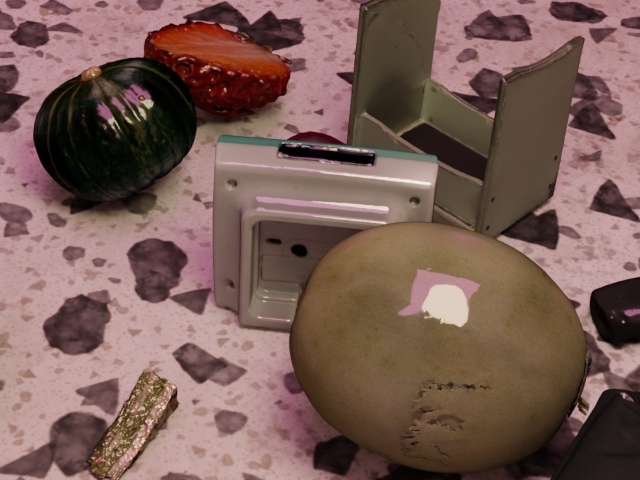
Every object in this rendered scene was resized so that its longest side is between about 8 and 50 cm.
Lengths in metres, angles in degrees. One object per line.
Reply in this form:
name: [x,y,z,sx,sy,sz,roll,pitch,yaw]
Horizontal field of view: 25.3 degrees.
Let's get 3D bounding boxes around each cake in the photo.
cake: [-0.206,0.203,1.573,0.051,0.055,0.140,24,46,13]

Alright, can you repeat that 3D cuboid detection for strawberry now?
strawberry: [-0.162,-0.229,2.017,0.236,0.111,0.190,-5,36,-47]

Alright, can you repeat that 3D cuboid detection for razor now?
razor: [0.409,0.082,1.765,0.148,0.054,0.090,-6,38,-13]

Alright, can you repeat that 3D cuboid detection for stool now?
stool: [0.183,-0.177,1.883,0.244,0.269,0.170,34,48,30]

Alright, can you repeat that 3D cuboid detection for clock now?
clock: [0.000,0.000,1.693,0.262,0.231,0.116,5,44,1]

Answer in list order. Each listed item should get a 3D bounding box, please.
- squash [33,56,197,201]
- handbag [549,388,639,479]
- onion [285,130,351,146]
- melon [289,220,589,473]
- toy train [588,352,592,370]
squash: [-0.268,-0.148,1.875,0.218,0.172,0.218,-26,9,4]
handbag: [0.358,0.299,1.414,0.275,0.178,0.302,10,37,31]
onion: [0.005,-0.058,1.833,0.198,0.135,0.173,30,49,24]
melon: [0.132,0.119,1.534,0.330,0.268,0.268,20,42,0]
toy train: [0.311,0.130,1.728,0.017,0.017,0.083,-3,40,-20]
